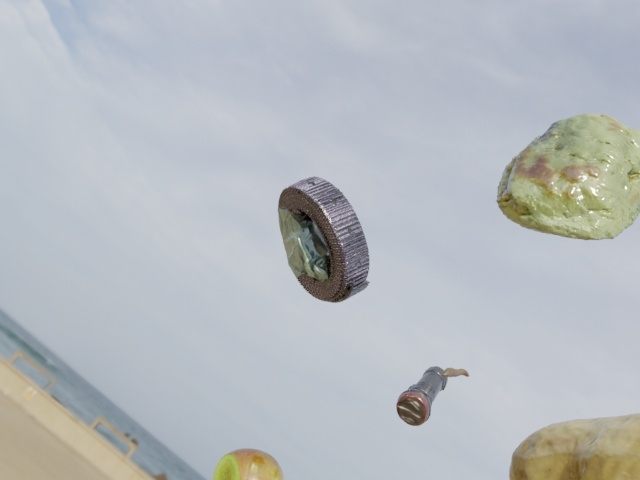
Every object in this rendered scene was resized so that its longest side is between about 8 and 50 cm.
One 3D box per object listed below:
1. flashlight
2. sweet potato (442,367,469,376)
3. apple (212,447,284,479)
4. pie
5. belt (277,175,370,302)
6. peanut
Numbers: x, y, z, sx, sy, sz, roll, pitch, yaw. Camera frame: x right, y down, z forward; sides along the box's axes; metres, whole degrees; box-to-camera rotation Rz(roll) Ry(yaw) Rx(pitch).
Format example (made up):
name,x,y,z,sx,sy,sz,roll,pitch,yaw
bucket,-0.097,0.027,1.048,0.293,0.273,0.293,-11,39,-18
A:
name,x,y,z,sx,sy,sz,roll,pitch,yaw
flashlight,0.269,0.395,1.680,0.092,0.232,0.093,6,-76,23
sweet potato,0.340,0.333,1.626,0.115,0.026,0.026,9,3,-43
apple,-0.164,0.563,1.480,0.163,0.147,0.146,27,-57,-9
pie,0.362,-0.097,0.921,0.201,0.248,0.090,24,-34,32
belt,0.000,0.000,1.660,0.260,0.122,0.325,-16,-83,56
peanut,0.483,0.379,1.055,0.387,0.192,0.170,-26,-94,49
